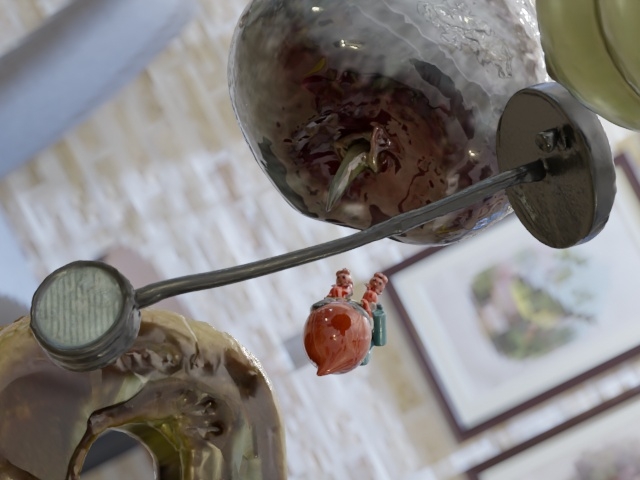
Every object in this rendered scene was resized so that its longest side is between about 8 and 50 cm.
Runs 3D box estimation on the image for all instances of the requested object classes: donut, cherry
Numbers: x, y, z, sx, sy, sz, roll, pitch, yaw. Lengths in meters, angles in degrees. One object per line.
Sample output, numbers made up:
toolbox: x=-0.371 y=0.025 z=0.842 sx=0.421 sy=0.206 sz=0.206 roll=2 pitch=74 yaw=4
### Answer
donut: x=-0.185 y=0.198 z=1.655 sx=0.330 sy=0.330 sz=0.160 roll=59 pitch=-20 yaw=-19
cherry: x=0.057 y=-0.119 z=1.445 sx=0.255 sy=0.218 sz=0.296 roll=22 pitch=36 yaw=2

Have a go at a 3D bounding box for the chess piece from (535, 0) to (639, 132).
chess piece: x=0.266 y=-0.121 z=0.892 sx=0.330 sy=0.182 sz=0.182 roll=16 pitch=-38 yaw=58

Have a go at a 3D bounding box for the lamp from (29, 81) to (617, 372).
lamp: x=0.008 y=0.018 z=1.208 sx=0.130 sy=0.371 sz=0.108 roll=58 pitch=-7 yaw=32

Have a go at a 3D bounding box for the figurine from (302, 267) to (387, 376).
figurine: x=0.018 y=0.079 z=1.672 sx=0.140 sy=0.068 sz=0.075 roll=-48 pitch=143 yaw=-67
